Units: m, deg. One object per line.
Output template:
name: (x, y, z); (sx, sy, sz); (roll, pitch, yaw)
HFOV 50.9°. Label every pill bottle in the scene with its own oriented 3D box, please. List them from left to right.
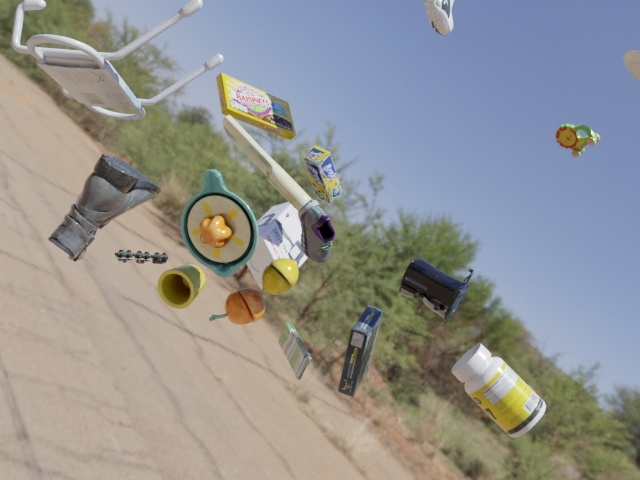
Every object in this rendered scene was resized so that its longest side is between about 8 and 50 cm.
pill bottle: (0.421, 0.354, 1.604); (0.208, 0.119, 0.119); (46, 0, 5)

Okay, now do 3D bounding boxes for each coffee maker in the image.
coffee maker: (0.347, 0.125, 2.024); (0.178, 0.171, 0.120); (31, 1, 23)

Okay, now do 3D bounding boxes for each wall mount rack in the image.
wall mount rack: (-0.343, -0.321, 1.179); (0.304, 0.130, 0.350); (5, -9, 2)

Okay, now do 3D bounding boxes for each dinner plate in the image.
dinner plate: (0.813, -0.421, 1.685); (0.141, 0.017, 0.141); (41, 3, -3)

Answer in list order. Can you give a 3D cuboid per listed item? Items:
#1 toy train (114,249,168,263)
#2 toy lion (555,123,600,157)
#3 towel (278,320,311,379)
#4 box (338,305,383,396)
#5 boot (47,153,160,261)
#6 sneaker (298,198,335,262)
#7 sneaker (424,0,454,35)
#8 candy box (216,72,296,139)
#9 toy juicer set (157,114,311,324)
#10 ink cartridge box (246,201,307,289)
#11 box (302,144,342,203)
toy train: (-0.528, 0.051, 1.984); (0.158, 0.036, 0.027); (6, 33, -30)
toy lion: (0.691, -0.281, 1.829); (0.096, 0.034, 0.100); (49, -31, 6)
towel: (-0.086, 0.341, 2.082); (0.023, 0.113, 0.152); (-6, 46, -34)
box: (0.127, 0.346, 2.118); (0.059, 0.233, 0.183); (18, 24, 15)
boot: (-0.476, -0.067, 1.465); (0.118, 0.223, 0.338); (35, 0, 2)
sneaker: (0.000, 0.000, 1.749); (0.098, 0.083, 0.224); (44, -20, 37)
sneaker: (0.298, -0.577, 1.483); (0.094, 0.153, 0.235); (58, 19, -71)
candy box: (-0.147, -0.306, 1.551); (0.206, 0.027, 0.105); (14, 51, -43)
toy juicer set: (-0.125, -0.003, 1.061); (0.209, 0.329, 0.089); (27, 22, 10)
ink cartridge box: (-0.127, 0.011, 2.028); (0.172, 0.100, 0.237); (64, 34, -18)
box: (0.007, -0.179, 1.847); (0.059, 0.054, 0.169); (30, -22, 31)
